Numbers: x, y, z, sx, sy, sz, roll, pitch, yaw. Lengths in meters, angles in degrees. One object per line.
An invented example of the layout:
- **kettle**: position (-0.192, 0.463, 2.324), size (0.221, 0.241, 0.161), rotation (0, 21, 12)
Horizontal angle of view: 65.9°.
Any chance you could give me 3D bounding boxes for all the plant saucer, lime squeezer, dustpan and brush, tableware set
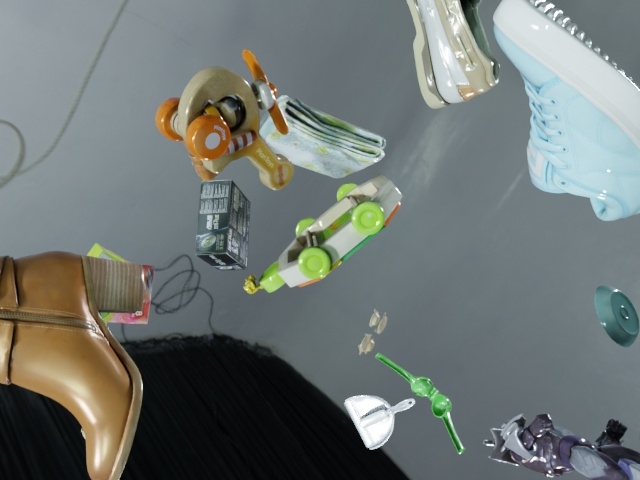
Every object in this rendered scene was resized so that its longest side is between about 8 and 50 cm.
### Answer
- **plant saucer**: position (0.554, 0.136, 0.913), size (0.119, 0.119, 0.021), rotation (-20, 170, -39)
- **lime squeezer**: position (0.267, 0.405, 1.267), size (0.110, 0.310, 0.059), rotation (-10, 135, -41)
- **dustpan and brush**: position (0.167, 0.461, 1.314), size (0.211, 0.147, 0.060), rotation (-33, 167, 20)
- **tableware set**: position (0.173, 0.307, 1.638), size (0.169, 0.020, 0.141), rotation (-60, 152, -13)

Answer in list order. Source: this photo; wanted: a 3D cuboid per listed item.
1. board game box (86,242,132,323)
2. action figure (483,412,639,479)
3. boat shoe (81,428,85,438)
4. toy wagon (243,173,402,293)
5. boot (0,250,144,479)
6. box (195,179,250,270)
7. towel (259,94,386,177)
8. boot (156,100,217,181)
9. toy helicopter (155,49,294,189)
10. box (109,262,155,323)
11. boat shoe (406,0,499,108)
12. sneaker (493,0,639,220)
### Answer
- **board game box**: position (-0.418, 0.106, 0.895), size (0.181, 0.043, 0.092), rotation (-56, 132, -8)
- **action figure**: position (0.325, 0.256, 0.586), size (0.185, 0.285, 0.099), rotation (5, 83, -24)
- **boat shoe**: position (-0.552, 0.467, 1.205), size (0.063, 0.059, 0.170), rotation (-46, 135, -54)
- **toy wagon**: position (0.000, 0.000, 0.955), size (0.344, 0.068, 0.267), rotation (-40, -167, 6)
- **boot**: position (-0.229, 0.105, 0.405), size (0.152, 0.197, 0.073), rotation (4, 156, -28)
- **box**: position (-0.228, -0.032, 1.175), size (0.147, 0.077, 0.180), rotation (60, 29, -71)
- **towel**: position (-0.024, -0.275, 1.420), size (0.320, 0.374, 0.090), rotation (20, 82, -18)
- **boot**: position (-0.318, -0.245, 1.236), size (0.109, 0.283, 0.220), rotation (-4, 120, -2)
- **toy helicopter**: position (-0.150, -0.229, 1.045), size (0.235, 0.140, 0.355), rotation (-54, 145, -5)
- **box**: position (-0.526, 0.127, 1.241), size (0.154, 0.300, 0.142), rotation (9, 82, -29)
- **boat shoe**: position (0.182, -0.349, 0.697), size (0.113, 0.103, 0.302), rotation (-30, 109, -49)
- **sneaker**: position (0.296, -0.122, 0.574), size (0.366, 0.135, 0.150), rotation (31, 124, -26)
